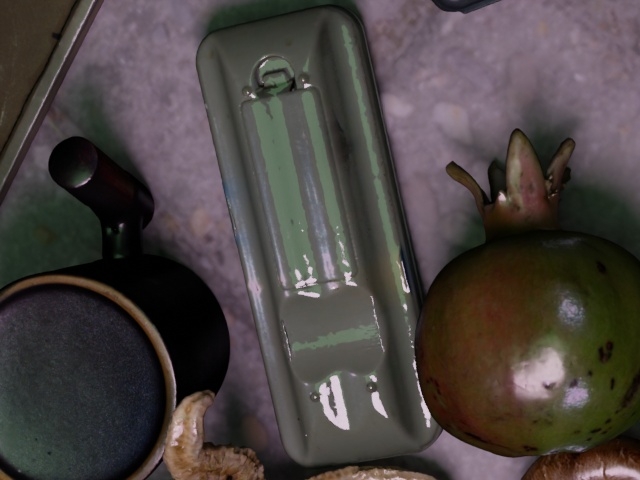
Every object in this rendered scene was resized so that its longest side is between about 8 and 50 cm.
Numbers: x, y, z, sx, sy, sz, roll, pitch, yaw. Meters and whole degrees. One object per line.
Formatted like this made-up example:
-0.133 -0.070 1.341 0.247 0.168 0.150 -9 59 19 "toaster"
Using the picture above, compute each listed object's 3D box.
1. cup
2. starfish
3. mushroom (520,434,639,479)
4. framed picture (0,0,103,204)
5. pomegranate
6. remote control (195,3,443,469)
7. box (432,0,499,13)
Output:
-0.142 0.058 1.324 0.166 0.177 0.239 23 103 10 "cup"
-0.059 0.237 1.323 0.327 0.094 0.375 -28 136 -8 "starfish"
0.191 0.207 1.310 0.170 0.080 0.135 -13 100 3 "mushroom"
-0.333 -0.126 1.423 0.247 0.022 0.335 30 104 8 "framed picture"
0.146 0.040 1.263 0.181 0.181 0.224 -13 75 15 "pomegranate"
0.000 0.000 1.339 0.128 0.065 0.335 -12 96 13 "remote control"
0.159 -0.262 1.237 0.230 0.050 0.160 -21 93 -3 "box"
